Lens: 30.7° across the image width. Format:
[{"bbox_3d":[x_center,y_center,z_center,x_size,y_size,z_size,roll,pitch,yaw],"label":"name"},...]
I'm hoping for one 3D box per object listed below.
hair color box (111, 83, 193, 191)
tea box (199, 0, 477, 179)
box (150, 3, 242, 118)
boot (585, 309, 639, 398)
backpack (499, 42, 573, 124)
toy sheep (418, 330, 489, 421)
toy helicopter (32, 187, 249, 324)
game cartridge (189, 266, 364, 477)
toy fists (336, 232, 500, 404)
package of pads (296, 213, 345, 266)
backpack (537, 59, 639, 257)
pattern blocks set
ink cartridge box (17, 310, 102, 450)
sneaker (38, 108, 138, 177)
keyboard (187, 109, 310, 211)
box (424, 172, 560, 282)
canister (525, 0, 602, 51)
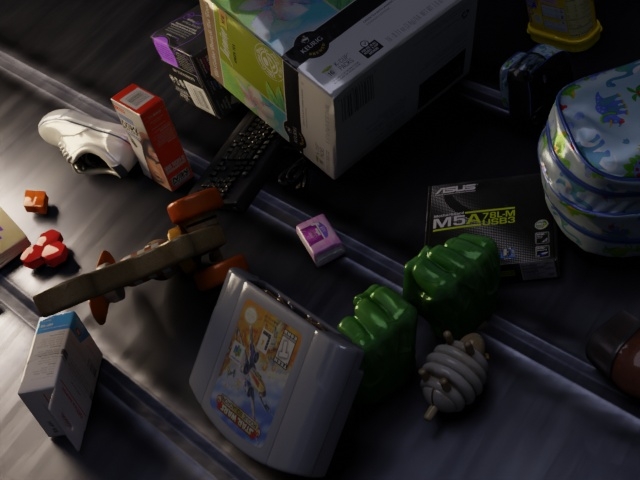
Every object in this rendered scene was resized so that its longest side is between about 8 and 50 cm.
[{"bbox_3d":[-0.283,-0.173,1.966,0.053,0.167,0.093,-40,44,-22],"label":"hair color box"},{"bbox_3d":[0.029,-0.342,1.915,0.329,0.220,0.323,-40,64,-21],"label":"tea box"},{"bbox_3d":[-0.144,-0.368,2.132,0.270,0.143,0.165,-37,38,-17],"label":"box"},{"bbox_3d":[0.497,0.131,1.371,0.264,0.096,0.280,-34,43,-15],"label":"boot"},{"bbox_3d":[0.341,-0.256,1.845,0.114,0.105,0.084,-38,44,-26],"label":"backpack"},{"bbox_3d":[0.166,0.172,1.471,0.091,0.091,0.132,25,67,40],"label":"toy sheep"},{"bbox_3d":[-0.288,0.046,1.689,0.235,0.140,0.355,-20,1,34],"label":"toy helicopter"},{"bbox_3d":[-0.067,0.173,1.500,0.297,0.062,0.198,29,98,51],"label":"game cartridge"},{"bbox_3d":[0.122,0.092,1.517,0.279,0.142,0.096,-34,61,-15],"label":"toy fists"},{"bbox_3d":[0.000,0.000,1.766,0.050,0.032,0.083,-25,41,-6],"label":"package of pads"},{"bbox_3d":[0.469,-0.123,1.563,0.355,0.273,0.290,-23,59,18],"label":"backpack"},{"bbox_3d":[-0.589,0.007,2.007,0.285,0.026,0.325,-30,42,-11],"label":"pattern blocks set"},{"bbox_3d":[-0.370,0.202,1.646,0.060,0.104,0.180,-10,42,13],"label":"ink cartridge box"},{"bbox_3d":[-0.426,-0.170,2.081,0.258,0.094,0.091,12,60,38],"label":"sneaker"},{"bbox_3d":[-0.079,-0.165,1.979,0.201,0.033,0.317,8,50,29],"label":"keyboard"},{"bbox_3d":[0.246,-0.016,1.672,0.190,0.045,0.184,-6,45,16],"label":"box"},{"bbox_3d":[0.396,-0.410,1.938,0.126,0.170,0.073,26,60,40],"label":"canister"}]
